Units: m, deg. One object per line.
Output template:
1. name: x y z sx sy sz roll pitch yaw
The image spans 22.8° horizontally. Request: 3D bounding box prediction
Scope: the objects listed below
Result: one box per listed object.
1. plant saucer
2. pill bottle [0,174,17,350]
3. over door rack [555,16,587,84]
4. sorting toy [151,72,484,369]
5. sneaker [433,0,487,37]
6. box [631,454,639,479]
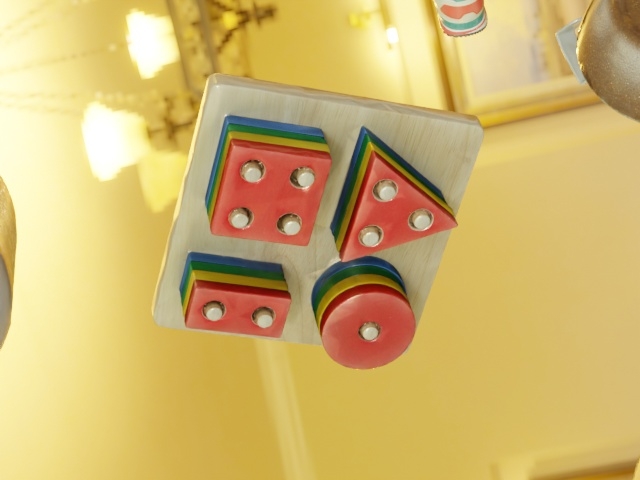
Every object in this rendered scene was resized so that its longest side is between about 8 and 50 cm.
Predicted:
1. plant saucer: 0.253 -0.149 0.982 0.198 0.199 0.036 -93 -18 -44
2. pill bottle: -0.291 0.026 1.092 0.278 0.162 0.162 -121 15 -70
3. over door rack: 0.389 -0.176 1.288 0.324 0.240 0.108 -9 95 63
4. sorting toy: 0.000 0.000 1.433 0.089 0.256 0.257 -108 30 -57
5. sneaker: 0.115 -0.265 1.456 0.075 0.057 0.161 78 177 -55
6. box: 0.328 0.231 1.116 0.168 0.203 0.167 93 -177 -52
